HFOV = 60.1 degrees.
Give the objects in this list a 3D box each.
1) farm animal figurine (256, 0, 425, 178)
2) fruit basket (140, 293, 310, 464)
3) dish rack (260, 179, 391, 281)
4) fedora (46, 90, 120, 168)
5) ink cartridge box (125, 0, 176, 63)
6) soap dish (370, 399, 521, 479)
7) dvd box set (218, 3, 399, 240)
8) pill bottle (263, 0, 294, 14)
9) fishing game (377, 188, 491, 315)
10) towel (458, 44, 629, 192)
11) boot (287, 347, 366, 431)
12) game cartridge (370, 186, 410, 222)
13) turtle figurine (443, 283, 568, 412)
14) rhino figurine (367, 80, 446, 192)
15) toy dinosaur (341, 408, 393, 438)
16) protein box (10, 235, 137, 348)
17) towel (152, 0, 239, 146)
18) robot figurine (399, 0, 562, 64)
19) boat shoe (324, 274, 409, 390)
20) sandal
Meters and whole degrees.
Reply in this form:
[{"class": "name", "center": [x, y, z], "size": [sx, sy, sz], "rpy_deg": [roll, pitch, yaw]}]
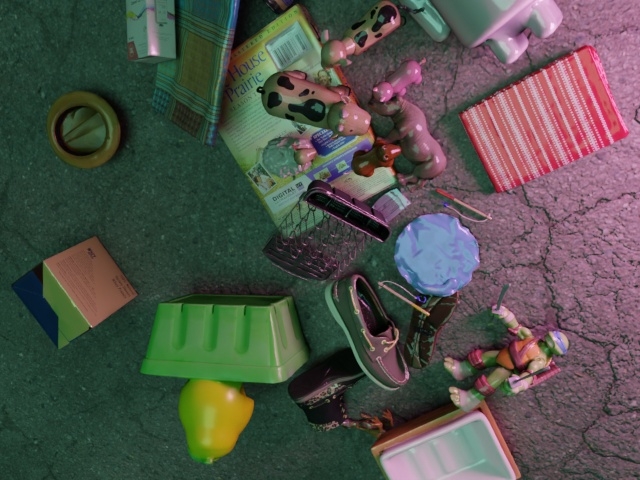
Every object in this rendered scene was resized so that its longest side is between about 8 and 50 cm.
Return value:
[{"class": "farm animal figurine", "center": [0.027, -0.275, 1.054], "size": [0.326, 0.172, 0.331], "rpy_deg": [4, 108, 16]}, {"class": "fruit basket", "center": [-0.229, 0.322, 1.336], "size": [0.391, 0.283, 0.392], "rpy_deg": [1, 93, 15]}, {"class": "dish rack", "center": [0.000, 0.000, 1.229], "size": [0.208, 0.074, 0.271], "rpy_deg": [27, 126, -20]}, {"class": "fedora", "center": [-0.562, -0.268, 1.340], "size": [0.194, 0.079, 0.195], "rpy_deg": [2, 106, 8]}, {"class": "ink cartridge box", "center": [-0.364, -0.487, 1.180], "size": [0.115, 0.067, 0.198], "rpy_deg": [12, 104, 49]}, {"class": "soap dish", "center": [0.296, 0.518, 1.325], "size": [0.290, 0.118, 0.229], "rpy_deg": [-27, 100, 7]}, {"class": "dvd box set", "center": [-0.058, -0.244, 1.221], "size": [0.307, 0.062, 0.421], "rpy_deg": [-28, 99, 22]}, {"class": "pill bottle", "center": [-0.043, -0.559, 1.071], "size": [0.219, 0.123, 0.123], "rpy_deg": [-39, 95, 15]}, {"class": "fishing game", "center": [0.260, 0.031, 1.232], "size": [0.189, 0.041, 0.264], "rpy_deg": [28, 99, 6]}, {"class": "towel", "center": [0.443, -0.235, 1.106], "size": [0.274, 0.031, 0.199], "rpy_deg": [-25, 102, 23]}, {"class": "boot", "center": [0.048, 0.377, 1.394], "size": [0.236, 0.085, 0.179], "rpy_deg": [-24, 129, -7]}, {"class": "game cartridge", "center": [0.154, -0.079, 1.244], "size": [0.083, 0.017, 0.056], "rpy_deg": [-40, 98, 23]}, {"class": "turtle figurine", "center": [0.377, 0.242, 1.200], "size": [0.266, 0.274, 0.198], "rpy_deg": [-39, 61, 27]}, {"class": "rhino figurine", "center": [0.176, -0.224, 1.159], "size": [0.106, 0.073, 0.243], "rpy_deg": [-26, 98, 25]}, {"class": "toy dinosaur", "center": [0.157, 0.493, 1.423], "size": [0.211, 0.064, 0.112], "rpy_deg": [24, 131, 16]}, {"class": "protein box", "center": [-0.625, 0.129, 1.424], "size": [0.136, 0.201, 0.200], "rpy_deg": [-30, 98, 22]}, {"class": "towel", "center": [-0.266, -0.415, 1.157], "size": [0.271, 0.040, 0.370], "rpy_deg": [35, 120, 41]}, {"class": "robot figurine", "center": [0.276, -0.487, 0.972], "size": [0.300, 0.200, 0.353], "rpy_deg": [-33, 98, 37]}, {"class": "boat shoe", "center": [0.124, 0.217, 1.294], "size": [0.091, 0.109, 0.305], "rpy_deg": [-27, 97, 43]}, {"class": "sandal", "center": [0.256, 0.192, 1.280], "size": [0.089, 0.060, 0.220], "rpy_deg": [20, 102, 24]}]
